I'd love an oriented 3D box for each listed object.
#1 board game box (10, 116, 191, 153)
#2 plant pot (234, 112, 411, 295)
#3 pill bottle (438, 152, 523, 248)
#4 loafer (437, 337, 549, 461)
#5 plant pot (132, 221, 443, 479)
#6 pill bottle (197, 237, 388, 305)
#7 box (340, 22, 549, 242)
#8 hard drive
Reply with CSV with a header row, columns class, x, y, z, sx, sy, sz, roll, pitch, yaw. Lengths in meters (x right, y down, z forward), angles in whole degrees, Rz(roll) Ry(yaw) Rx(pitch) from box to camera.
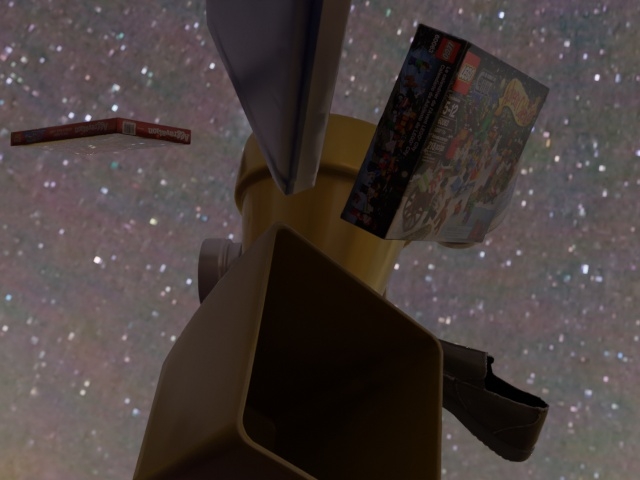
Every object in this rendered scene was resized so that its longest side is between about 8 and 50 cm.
class,x,y,z,sx,sy,sz,roll,pitch,yaw
board game box,-0.354,-0.163,1.567,0.281,0.027,0.145,0,-4,41
plant pot,0.000,0.000,1.284,0.254,0.239,0.254,9,-28,5
pill bottle,0.217,-0.088,1.492,0.153,0.153,0.265,14,-19,9
loafer,0.168,0.155,1.176,0.251,0.094,0.087,37,-69,5
plant pot,-0.037,0.153,0.832,0.187,0.212,0.212,-32,-56,34
pill bottle,-0.042,0.061,1.687,0.318,0.176,0.176,0,-37,4
box,0.113,-0.079,0.829,0.044,0.159,0.233,28,12,25
hard drive,-0.045,-0.193,0.791,0.040,0.210,0.319,-20,-18,-12
